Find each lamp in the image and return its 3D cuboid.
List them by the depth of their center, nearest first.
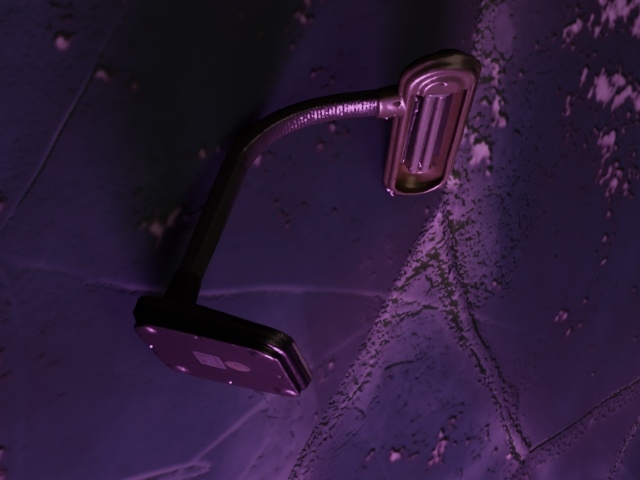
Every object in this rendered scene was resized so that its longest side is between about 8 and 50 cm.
[{"bbox_3d":[-0.005,-0.005,0.963,0.283,0.124,0.203,-55,159,-17],"label":"lamp"}]
